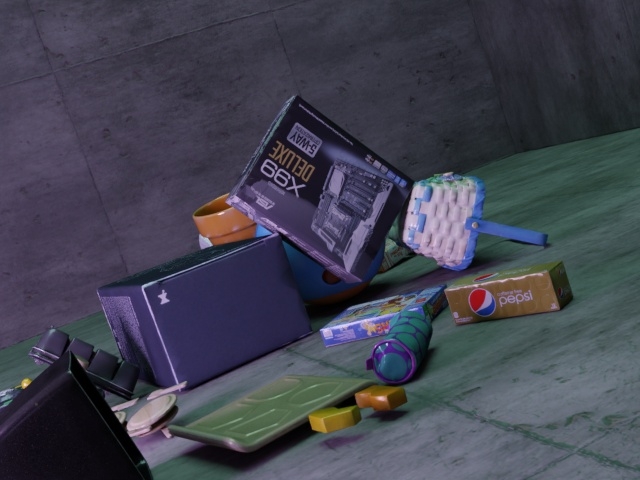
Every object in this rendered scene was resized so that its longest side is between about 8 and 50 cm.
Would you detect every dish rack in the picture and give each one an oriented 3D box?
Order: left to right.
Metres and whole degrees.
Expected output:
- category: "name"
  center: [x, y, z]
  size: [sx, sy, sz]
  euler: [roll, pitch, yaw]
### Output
- category: "dish rack"
  center: [-0.472, 0.246, 1.663]
  size: [0.271, 0.208, 0.074]
  euler: [-26, 38, 64]

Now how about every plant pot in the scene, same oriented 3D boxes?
- category: "plant pot"
  center: [-0.320, 0.265, 1.008]
  size: [0.167, 0.187, 0.188]
  euler: [-34, 9, -15]
- category: "plant pot"
  center: [-0.175, -0.013, 2.003]
  size: [0.205, 0.188, 0.205]
  euler: [-20, 15, 6]

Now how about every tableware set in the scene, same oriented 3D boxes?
- category: "tableware set"
  center: [-0.295, 0.292, 1.313]
  size: [0.194, 0.039, 0.128]
  euler: [-23, 15, 28]

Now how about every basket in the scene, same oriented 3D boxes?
- category: "basket"
  center: [0.304, -0.036, 1.771]
  size: [0.289, 0.201, 0.255]
  euler: [15, 0, -11]

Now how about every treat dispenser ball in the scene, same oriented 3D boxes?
- category: "treat dispenser ball"
  center: [0.000, 0.000, 1.848]
  size: [0.288, 0.288, 0.288]
  euler: [-19, 6, 2]

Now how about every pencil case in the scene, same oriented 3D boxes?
- category: "pencil case"
  center: [0.114, 0.149, 1.183]
  size: [0.070, 0.064, 0.151]
  euler: [-1, 10, 16]

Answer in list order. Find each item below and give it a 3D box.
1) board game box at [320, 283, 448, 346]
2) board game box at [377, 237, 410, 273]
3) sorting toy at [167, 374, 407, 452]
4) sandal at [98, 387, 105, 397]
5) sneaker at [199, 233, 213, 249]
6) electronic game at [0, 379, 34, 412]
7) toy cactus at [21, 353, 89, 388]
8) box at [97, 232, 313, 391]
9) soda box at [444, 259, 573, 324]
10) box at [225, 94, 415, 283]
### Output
- category: "board game box"
  center: [0.116, 0.132, 1.486]
  size: [0.201, 0.035, 0.136]
  euler: [-16, 7, 29]
- category: "board game box"
  center: [0.127, 0.044, 2.157]
  size: [0.193, 0.045, 0.147]
  euler: [-13, 15, 48]
- category: "sorting toy"
  center: [-0.038, 0.229, 1.089]
  size: [0.229, 0.041, 0.307]
  euler: [-18, 4, -33]
- category: "sandal"
  center: [-0.408, 0.316, 1.494]
  size: [0.067, 0.040, 0.179]
  euler: [-26, 21, -9]
- category: "sneaker"
  center: [-0.197, 0.120, 2.188]
  size: [0.137, 0.210, 0.366]
  euler: [-22, 40, -21]
- category: "electronic game"
  center: [-0.726, 0.370, 1.945]
  size: [0.229, 0.048, 0.229]
  euler: [-18, 6, 2]
- category: "toy cactus"
  center: [-0.477, 0.279, 1.472]
  size: [0.180, 0.112, 0.219]
  euler: [-59, 22, -3]
- category: "box"
  center: [-0.249, 0.141, 1.721]
  size: [0.293, 0.212, 0.395]
  euler: [-21, 5, -26]
- category: "soda box"
  center: [0.285, 0.080, 1.279]
  size: [0.181, 0.061, 0.058]
  euler: [-14, 7, 40]
- category: "box"
  center: [0.003, -0.097, 1.655]
  size: [0.242, 0.307, 0.076]
  euler: [-60, 17, -18]
